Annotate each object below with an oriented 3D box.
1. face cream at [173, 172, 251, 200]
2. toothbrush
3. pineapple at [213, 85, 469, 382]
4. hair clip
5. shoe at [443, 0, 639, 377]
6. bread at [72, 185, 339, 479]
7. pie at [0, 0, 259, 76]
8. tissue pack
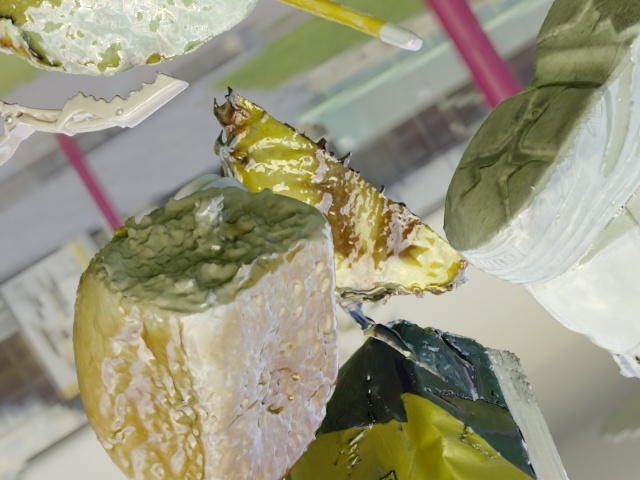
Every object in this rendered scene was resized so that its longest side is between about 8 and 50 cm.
[{"bbox_3d":[-0.093,-0.010,1.732,0.091,0.095,0.091,-38,152,-24],"label":"face cream"},{"bbox_3d":[-0.032,-0.201,1.470,0.288,0.024,0.021,24,-170,34],"label":"toothbrush"},{"bbox_3d":[-0.003,0.004,1.875,0.158,0.334,0.161,-64,-168,-16],"label":"pineapple"},{"bbox_3d":[-0.230,-0.116,1.746,0.226,0.072,0.034,-5,168,20],"label":"hair clip"},{"bbox_3d":[0.237,-0.072,1.223,0.132,0.210,0.342,5,-124,57],"label":"shoe"},{"bbox_3d":[-0.094,0.069,1.439,0.176,0.246,0.195,18,-142,29],"label":"bread"},{"bbox_3d":[-0.129,-0.230,1.130,0.274,0.257,0.105,-21,169,13],"label":"pie"},{"bbox_3d":[0.140,0.331,2.038,0.253,0.416,0.264,16,132,-35],"label":"tissue pack"}]
